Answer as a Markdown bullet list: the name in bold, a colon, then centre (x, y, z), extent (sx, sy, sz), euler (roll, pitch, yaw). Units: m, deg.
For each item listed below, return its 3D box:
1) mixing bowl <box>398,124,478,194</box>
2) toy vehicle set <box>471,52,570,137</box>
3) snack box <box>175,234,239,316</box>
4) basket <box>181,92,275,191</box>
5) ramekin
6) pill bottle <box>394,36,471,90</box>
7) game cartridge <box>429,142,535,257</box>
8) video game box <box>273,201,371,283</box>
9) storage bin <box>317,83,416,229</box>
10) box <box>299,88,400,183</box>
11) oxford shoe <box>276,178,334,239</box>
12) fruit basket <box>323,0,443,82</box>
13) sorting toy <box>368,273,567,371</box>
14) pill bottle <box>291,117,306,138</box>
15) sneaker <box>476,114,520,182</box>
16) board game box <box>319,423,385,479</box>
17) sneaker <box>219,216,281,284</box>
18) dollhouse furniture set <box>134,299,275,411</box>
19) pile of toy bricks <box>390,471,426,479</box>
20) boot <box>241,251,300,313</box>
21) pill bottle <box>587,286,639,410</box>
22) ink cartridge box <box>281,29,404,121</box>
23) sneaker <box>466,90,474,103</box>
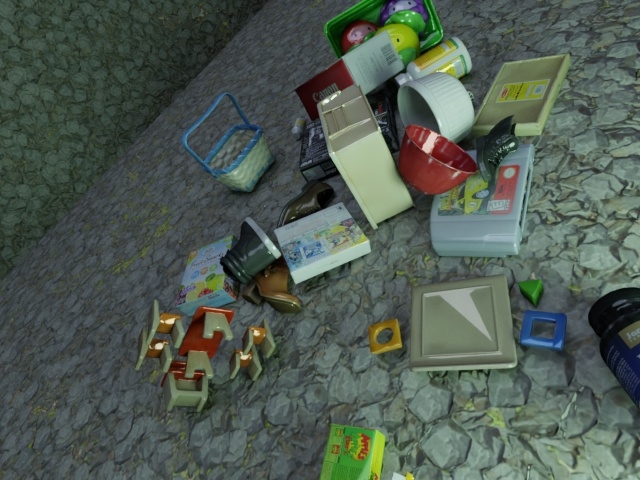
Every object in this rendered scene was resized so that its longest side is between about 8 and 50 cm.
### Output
- **mixing bowl**: centre (0.244, -0.166, 0.927), extent (0.181, 0.181, 0.098), euler (-105, 34, -47)
- **toy vehicle set**: centre (0.515, -0.372, 1.071), extent (0.166, 0.035, 0.267), euler (11, 61, 42)
- **snack box**: centre (-0.321, 0.101, 1.226), extent (0.174, 0.070, 0.207), euler (-22, 41, 20)
- **basket**: centre (-0.316, -0.321, 1.440), extent (0.201, 0.289, 0.255), euler (14, 60, 38)
- **ramekin**: centre (0.298, -0.328, 1.068), extent (0.109, 0.207, 0.207), euler (-30, 40, -4)
- **pill bottle**: centre (0.338, -0.512, 1.268), extent (0.208, 0.117, 0.117), euler (-29, 41, 11)
- **game cartridge**: centre (0.352, -0.094, 0.925), extent (0.196, 0.060, 0.294), euler (-3, 51, 39)
- **video game box**: centre (0.000, 0.000, 1.066), extent (0.205, 0.048, 0.187), euler (-23, 38, -4)
- **storage bin**: centre (0.113, -0.219, 1.052), extent (0.123, 0.262, 0.260), euler (-25, 42, 14)
- **box**: centre (0.084, -0.328, 1.317), extent (0.307, 0.076, 0.242), euler (-19, 44, 21)
- **oxford shoe**: centre (-0.043, -0.081, 1.181), extent (0.096, 0.083, 0.227), euler (21, 69, 41)
- **fruit basket**: centre (0.226, -0.699, 1.436), extent (0.392, 0.283, 0.392), euler (-26, 24, 13)
- **sorting toy**: centre (0.257, 0.156, 0.770), extent (0.348, 0.047, 0.196), euler (-12, 43, 28)
- **pill bottle**: centre (-0.082, -0.414, 1.543), extent (0.043, 0.043, 0.083), euler (-10, 48, 29)
- **sneaker**: centre (0.393, -0.203, 0.914), extent (0.089, 0.051, 0.170), euler (-16, 41, 31)
- **board game box**: centre (0.046, 0.409, 0.691), extent (0.092, 0.043, 0.181), euler (-7, 50, 31)
- **sneaker**: centre (-0.215, 0.026, 1.147), extent (0.147, 0.104, 0.296), euler (-38, 23, -8)
- **dollhouse furniture set**: centre (-0.275, 0.248, 0.936), extent (0.259, 0.262, 0.135), euler (-61, 32, 23)
- **pile of toy bricks**: centre (0.118, 0.454, 0.571), extent (0.105, 0.118, 0.212), euler (18, 44, 14)
- **boot**: centre (-0.102, 0.099, 1.068), extent (0.197, 0.073, 0.152), euler (8, 55, 38)
- **pill bottle**: centre (0.454, 0.165, 0.541), extent (0.123, 0.123, 0.219), euler (-25, 29, 15)
- **ink cartridge box**: centre (0.060, -0.506, 1.345), extent (0.272, 0.130, 0.309), euler (-39, 18, -23)
- **sneaker**: centre (0.353, -0.380, 1.194), extent (0.162, 0.063, 0.073), euler (-17, 27, 18)
